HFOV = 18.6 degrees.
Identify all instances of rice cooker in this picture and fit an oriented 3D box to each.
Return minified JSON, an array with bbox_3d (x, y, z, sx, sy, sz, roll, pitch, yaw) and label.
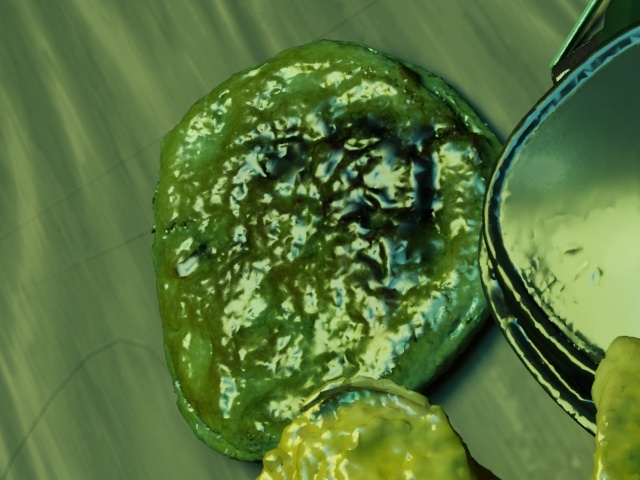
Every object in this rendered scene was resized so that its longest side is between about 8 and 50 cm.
[{"bbox_3d":[0.237,0.010,1.149,0.267,0.224,0.267,-11,67,28],"label":"rice cooker"}]

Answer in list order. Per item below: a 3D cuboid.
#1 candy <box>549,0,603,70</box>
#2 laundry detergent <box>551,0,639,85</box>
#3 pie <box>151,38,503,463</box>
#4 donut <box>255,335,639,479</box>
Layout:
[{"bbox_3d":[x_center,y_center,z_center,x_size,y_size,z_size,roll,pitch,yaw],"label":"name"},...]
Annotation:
[{"bbox_3d":[0.215,-0.200,1.362,0.194,0.058,0.062,-59,12,11],"label":"candy"},{"bbox_3d":[0.253,-0.145,1.280,0.222,0.078,0.144,-29,37,20],"label":"laundry detergent"},{"bbox_3d":[0.000,0.000,1.407,0.323,0.070,0.323,-12,66,28],"label":"pie"},{"bbox_3d":[0.174,0.195,1.045,0.435,0.378,0.163,-14,51,46],"label":"donut"}]
